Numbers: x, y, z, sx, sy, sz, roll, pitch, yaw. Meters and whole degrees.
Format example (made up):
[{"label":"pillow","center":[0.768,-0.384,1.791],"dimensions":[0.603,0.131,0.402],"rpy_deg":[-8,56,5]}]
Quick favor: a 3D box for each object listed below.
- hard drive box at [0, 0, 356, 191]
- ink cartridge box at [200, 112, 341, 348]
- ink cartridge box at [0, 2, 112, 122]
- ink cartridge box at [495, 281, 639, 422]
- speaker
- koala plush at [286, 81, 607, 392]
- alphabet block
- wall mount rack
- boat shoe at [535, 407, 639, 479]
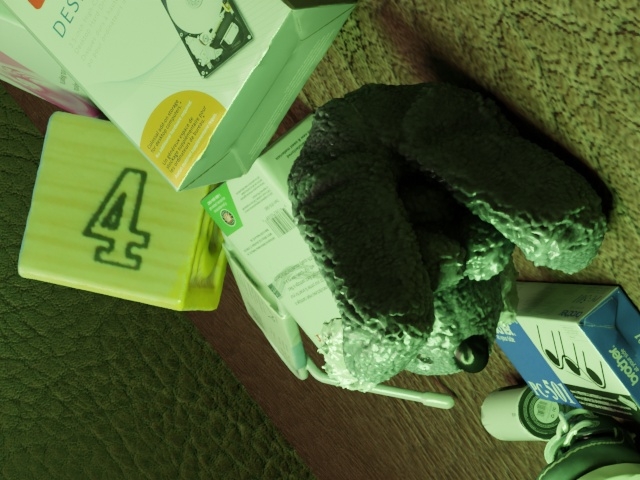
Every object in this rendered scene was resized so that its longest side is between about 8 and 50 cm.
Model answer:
[{"label":"hard drive box","center":[-0.115,-0.183,1.102],"dimensions":[0.232,0.181,0.089],"rpy_deg":[46,-148,18]},{"label":"ink cartridge box","center":[0.000,0.000,1.406],"dimensions":[0.208,0.087,0.153],"rpy_deg":[52,150,-5]},{"label":"ink cartridge box","center":[-0.284,-0.206,1.613],"dimensions":[0.330,0.071,0.324],"rpy_deg":[25,170,-6]},{"label":"ink cartridge box","center":[0.197,0.083,1.120],"dimensions":[0.097,0.046,0.207],"rpy_deg":[52,169,-8]},{"label":"speaker","center":[0.194,0.162,1.364],"dimensions":[0.055,0.055,0.136],"rpy_deg":[50,169,1]},{"label":"koala plush","center":[0.076,0.017,1.028],"dimensions":[0.203,0.196,0.221],"rpy_deg":[54,169,34]},{"label":"alphabet block","center":[-0.211,-0.030,1.668],"dimensions":[0.197,0.193,0.192],"rpy_deg":[12,-179,8]},{"label":"wall mount rack","center":[0.011,0.080,1.644],"dimensions":[0.304,0.130,0.350],"rpy_deg":[49,169,21]},{"label":"boat shoe","center":[0.209,0.191,1.164],"dimensions":[0.099,0.116,0.319],"rpy_deg":[57,-171,21]}]
